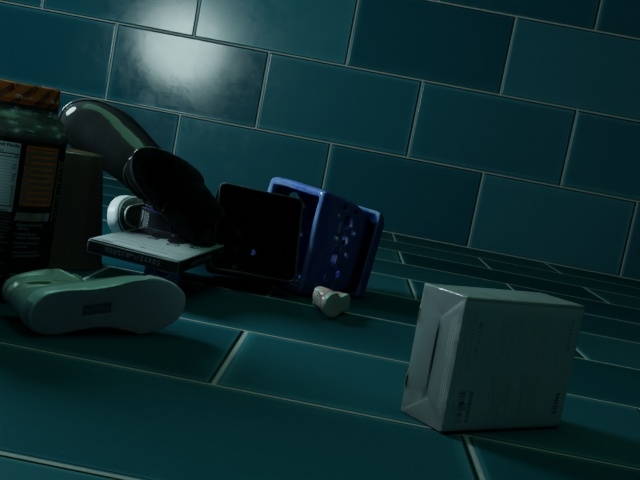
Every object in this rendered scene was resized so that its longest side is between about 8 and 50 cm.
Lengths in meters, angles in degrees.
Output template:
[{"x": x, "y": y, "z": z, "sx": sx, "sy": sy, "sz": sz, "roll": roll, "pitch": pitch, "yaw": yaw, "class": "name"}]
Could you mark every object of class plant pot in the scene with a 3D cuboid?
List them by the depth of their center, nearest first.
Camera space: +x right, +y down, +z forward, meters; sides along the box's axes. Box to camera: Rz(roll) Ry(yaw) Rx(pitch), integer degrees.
[{"x": -0.159, "y": 0.003, "z": 1.879, "sx": 0.187, "sy": 0.188, "sz": 0.167, "roll": 11, "pitch": -18, "yaw": -19, "class": "plant pot"}, {"x": 0.000, "y": 0.000, "z": 1.992, "sx": 0.212, "sy": 0.236, "sz": 0.236, "roll": 13, "pitch": 4, "yaw": -35, "class": "plant pot"}]

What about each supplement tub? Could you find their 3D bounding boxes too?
[{"x": -0.523, "y": -0.089, "z": 1.385, "sx": 0.207, "sy": 0.338, "sz": 0.207, "roll": 11, "pitch": 6, "yaw": -1, "class": "supplement tub"}]

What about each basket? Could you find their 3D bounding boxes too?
[{"x": -0.515, "y": -0.069, "z": 1.717, "sx": 0.204, "sy": 0.227, "sz": 0.154, "roll": 3, "pitch": 10, "yaw": -44, "class": "basket"}]

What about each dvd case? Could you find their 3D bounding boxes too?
[{"x": -0.305, "y": 0.015, "z": 1.640, "sx": 0.179, "sy": 0.029, "sz": 0.239, "roll": 13, "pitch": 10, "yaw": 12, "class": "dvd case"}]

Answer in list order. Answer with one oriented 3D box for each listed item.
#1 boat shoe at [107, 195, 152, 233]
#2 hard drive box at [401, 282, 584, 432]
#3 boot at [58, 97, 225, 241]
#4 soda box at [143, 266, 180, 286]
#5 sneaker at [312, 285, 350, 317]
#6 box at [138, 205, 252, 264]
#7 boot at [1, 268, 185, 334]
[{"x": -0.435, "y": -0.055, "z": 2.244, "sx": 0.105, "sy": 0.113, "sz": 0.306, "roll": -2, "pitch": -7, "yaw": 20, "class": "boat shoe"}, {"x": 0.239, "y": 0.161, "z": 1.188, "sx": 0.232, "sy": 0.181, "sz": 0.089, "roll": 7, "pitch": 6, "yaw": -34, "class": "hard drive box"}, {"x": -0.393, "y": -0.164, "z": 1.825, "sx": 0.367, "sy": 0.146, "sz": 0.445, "roll": 35, "pitch": 1, "yaw": -17, "class": "boot"}, {"x": -0.318, "y": 0.043, "z": 1.780, "sx": 0.071, "sy": 0.067, "sz": 0.210, "roll": 10, "pitch": 6, "yaw": -8, "class": "soda box"}, {"x": 0.007, "y": 0.121, "z": 1.723, "sx": 0.070, "sy": 0.051, "sz": 0.134, "roll": 11, "pitch": 3, "yaw": 20, "class": "sneaker"}, {"x": -0.296, "y": -0.010, "z": 2.144, "sx": 0.261, "sy": 0.103, "sz": 0.184, "roll": 6, "pitch": 11, "yaw": -36, "class": "box"}, {"x": -0.338, "y": 0.079, "z": 1.297, "sx": 0.258, "sy": 0.095, "sz": 0.123, "roll": 3, "pitch": 17, "yaw": -42, "class": "boot"}]
